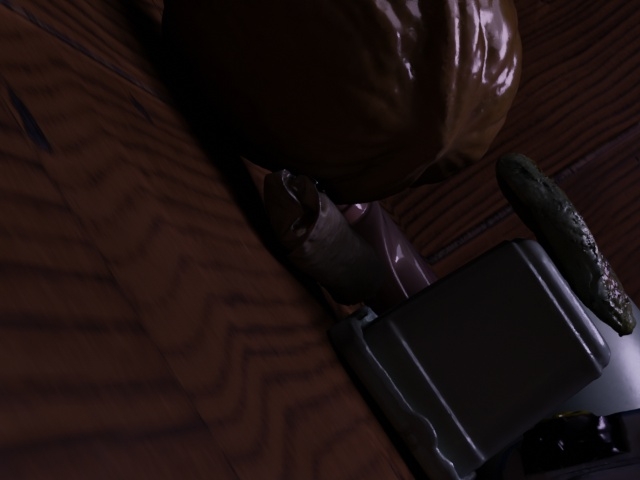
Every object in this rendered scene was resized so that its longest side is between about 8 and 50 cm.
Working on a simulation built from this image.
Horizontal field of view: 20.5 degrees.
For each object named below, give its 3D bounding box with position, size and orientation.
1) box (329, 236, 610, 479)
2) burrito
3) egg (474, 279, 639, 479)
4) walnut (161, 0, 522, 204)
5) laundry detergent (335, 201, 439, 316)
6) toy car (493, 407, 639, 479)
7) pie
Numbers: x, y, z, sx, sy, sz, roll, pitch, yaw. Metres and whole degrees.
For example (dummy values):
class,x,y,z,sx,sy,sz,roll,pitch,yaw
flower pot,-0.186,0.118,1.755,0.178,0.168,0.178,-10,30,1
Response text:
class,x,y,z,sx,sy,sz,roll,pitch,yaw
box,0.137,0.093,1.524,0.175,0.182,0.312,56,5,2
burrito,0.000,0.000,1.483,0.087,0.060,0.226,54,3,23
egg,0.246,0.180,1.759,0.230,0.230,0.371,35,32,-77
walnut,0.021,-0.178,1.522,0.333,0.333,0.333,56,5,-7
laundry detergent,0.077,0.040,1.877,0.237,0.076,0.171,53,7,-31
toy car,0.309,0.232,1.563,0.166,0.314,0.198,118,-42,-78
pie,0.210,0.002,1.507,0.187,0.041,0.187,55,3,-5
